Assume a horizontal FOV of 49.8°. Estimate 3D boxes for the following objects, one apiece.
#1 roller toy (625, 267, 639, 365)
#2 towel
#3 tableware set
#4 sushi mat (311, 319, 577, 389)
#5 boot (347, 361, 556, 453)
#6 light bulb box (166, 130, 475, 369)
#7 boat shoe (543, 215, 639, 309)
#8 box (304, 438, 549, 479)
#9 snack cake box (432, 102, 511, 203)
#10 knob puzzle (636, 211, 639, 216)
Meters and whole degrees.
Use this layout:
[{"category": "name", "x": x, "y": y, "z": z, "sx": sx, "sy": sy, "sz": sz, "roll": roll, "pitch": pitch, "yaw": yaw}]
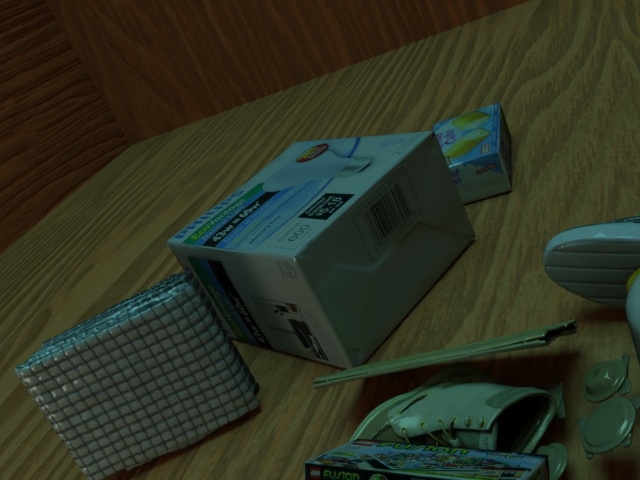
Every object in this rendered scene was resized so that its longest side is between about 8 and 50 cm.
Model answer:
[{"category": "roller toy", "x": 0.413, "y": 0.086, "z": 0.686, "sx": 0.191, "sy": 0.146, "sz": 0.209, "roll": -13, "pitch": 27, "yaw": 27}, {"category": "towel", "x": -0.265, "y": 0.204, "z": 1.036, "sx": 0.284, "sy": 0.235, "sz": 0.121, "roll": -26, "pitch": 20, "yaw": 0}, {"category": "tableware set", "x": 0.264, "y": 0.187, "z": 0.720, "sx": 0.169, "sy": 0.020, "sz": 0.141, "roll": -43, "pitch": 10, "yaw": 37}, {"category": "sushi mat", "x": 0.152, "y": 0.144, "z": 0.861, "sx": 0.316, "sy": 0.019, "sz": 0.151, "roll": -19, "pitch": -12, "yaw": 33}, {"category": "boot", "x": 0.137, "y": 0.217, "z": 0.759, "sx": 0.213, "sy": 0.077, "sz": 0.165, "roll": -31, "pitch": 12, "yaw": -20}, {"category": "light bulb box", "x": 0.000, "y": 0.000, "z": 1.187, "sx": 0.361, "sy": 0.225, "sz": 0.358, "roll": 4, "pitch": 38, "yaw": 48}, {"category": "boat shoe", "x": 0.446, "y": 0.007, "z": 0.830, "sx": 0.335, "sy": 0.121, "sz": 0.119, "roll": 0, "pitch": 41, "yaw": 22}, {"category": "box", "x": 0.101, "y": 0.226, "z": 0.659, "sx": 0.207, "sy": 0.036, "sz": 0.114, "roll": -4, "pitch": -4, "yaw": 29}, {"category": "snack cake box", "x": 0.302, "y": -0.174, "z": 1.400, "sx": 0.152, "sy": 0.089, "sz": 0.264, "roll": -15, "pitch": 26, "yaw": 23}, {"category": "knob puzzle", "x": 0.489, "y": 0.016, "z": 0.890, "sx": 0.213, "sy": 0.030, "sz": 0.213, "roll": -21, "pitch": 38, "yaw": 17}]
